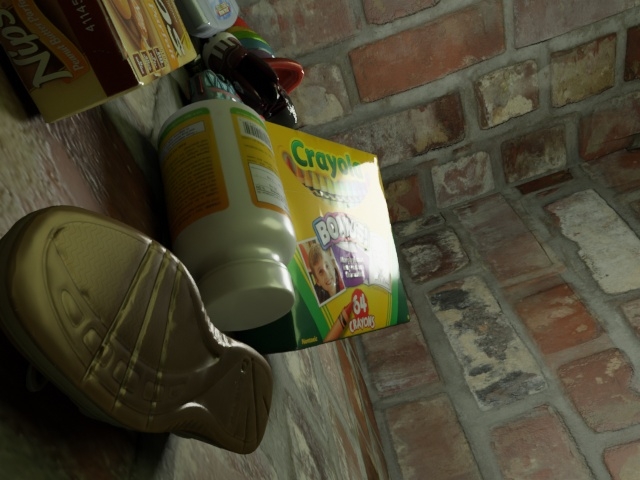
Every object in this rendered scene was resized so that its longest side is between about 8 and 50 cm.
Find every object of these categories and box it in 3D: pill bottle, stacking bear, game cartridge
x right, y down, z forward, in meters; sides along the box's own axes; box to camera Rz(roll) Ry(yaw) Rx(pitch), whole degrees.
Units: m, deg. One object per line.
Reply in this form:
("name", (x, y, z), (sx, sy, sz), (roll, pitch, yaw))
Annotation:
("pill bottle", (-0.105, -0.029, 0.657), (0.136, 0.136, 0.246), (65, 8, -60))
("stacking bear", (-0.187, -0.423, 1.333), (0.175, 0.164, 0.289), (-57, -132, 35))
("game cartridge", (-0.249, -0.519, 1.171), (0.198, 0.062, 0.297), (57, 19, -22))

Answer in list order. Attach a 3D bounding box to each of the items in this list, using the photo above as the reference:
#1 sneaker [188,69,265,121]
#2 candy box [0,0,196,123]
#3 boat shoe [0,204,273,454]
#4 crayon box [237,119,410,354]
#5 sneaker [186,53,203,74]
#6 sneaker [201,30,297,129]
("sneaker", (-0.172, -0.249, 1.055), (0.262, 0.104, 0.125), (-69, 137, -86))
("candy box", (-0.208, -0.232, 0.534), (0.316, 0.087, 0.183), (-99, 169, -68))
("boat shoe", (-0.123, 0.080, 0.388), (0.285, 0.089, 0.104), (63, 35, -50))
("crayon box", (0.000, 0.000, 0.919), (0.363, 0.106, 0.313), (2, 76, -58))
("sneaker", (-0.234, -0.332, 1.090), (0.083, 0.031, 0.035), (-99, 170, -69))
("sneaker", (-0.111, -0.280, 1.149), (0.162, 0.106, 0.281), (42, 2, 43))
